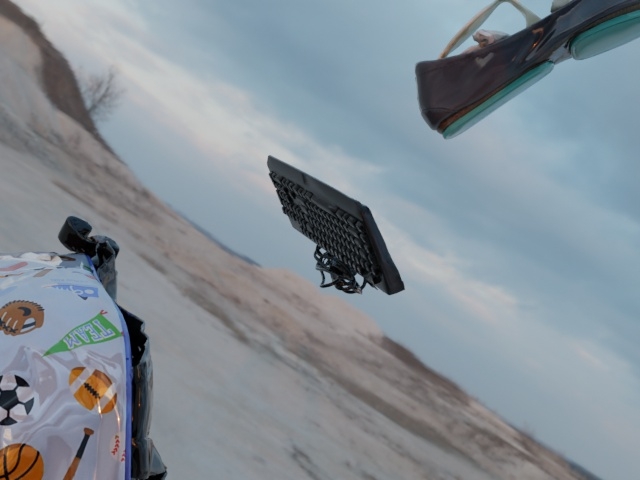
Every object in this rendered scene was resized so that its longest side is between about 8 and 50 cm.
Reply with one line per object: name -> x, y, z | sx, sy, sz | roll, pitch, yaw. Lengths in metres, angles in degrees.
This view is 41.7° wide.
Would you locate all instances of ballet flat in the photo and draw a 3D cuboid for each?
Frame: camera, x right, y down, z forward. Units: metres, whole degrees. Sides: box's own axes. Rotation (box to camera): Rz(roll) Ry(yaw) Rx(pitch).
ballet flat -> 0.152, -0.143, 0.562 | 0.074, 0.203, 0.074 | 57, 14, -22

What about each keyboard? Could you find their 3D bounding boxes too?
keyboard -> 0.000, 0.000, 0.612 | 0.100, 0.038, 0.192 | 62, -11, -23

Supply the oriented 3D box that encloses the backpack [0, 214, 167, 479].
backpack -> -0.206, 0.131, 0.560 | 0.213, 0.277, 0.263 | -6, 7, -29
